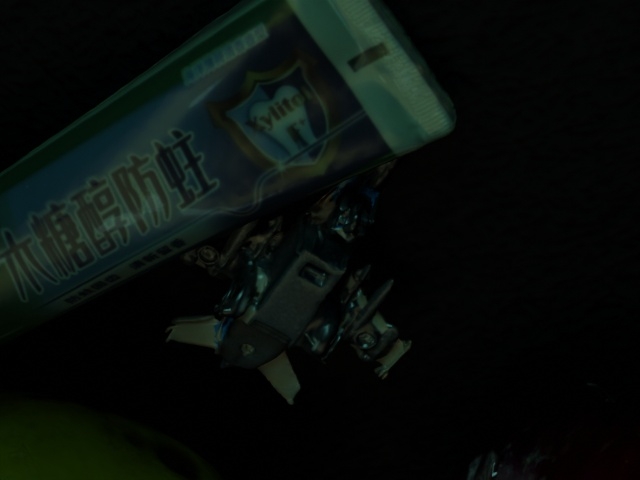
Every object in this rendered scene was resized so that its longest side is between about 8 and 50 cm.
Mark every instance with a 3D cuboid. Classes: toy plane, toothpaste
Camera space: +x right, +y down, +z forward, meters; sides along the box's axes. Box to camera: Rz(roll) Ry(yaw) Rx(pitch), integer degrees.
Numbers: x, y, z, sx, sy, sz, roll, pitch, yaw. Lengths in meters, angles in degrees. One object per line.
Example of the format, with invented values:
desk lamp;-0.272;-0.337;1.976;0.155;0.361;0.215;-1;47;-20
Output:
toy plane;-0.002;0.008;0.796;0.135;0.062;0.188;29;138;-13
toothpaste;-0.126;0.001;0.783;0.392;0.061;0.099;-28;114;22

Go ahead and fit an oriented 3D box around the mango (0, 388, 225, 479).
mango;-0.244;0.197;0.959;0.445;0.221;0.301;-6;163;30

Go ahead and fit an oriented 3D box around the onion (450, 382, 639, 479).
onion;0.177;0.224;0.848;0.314;0.232;0.314;24;147;17
